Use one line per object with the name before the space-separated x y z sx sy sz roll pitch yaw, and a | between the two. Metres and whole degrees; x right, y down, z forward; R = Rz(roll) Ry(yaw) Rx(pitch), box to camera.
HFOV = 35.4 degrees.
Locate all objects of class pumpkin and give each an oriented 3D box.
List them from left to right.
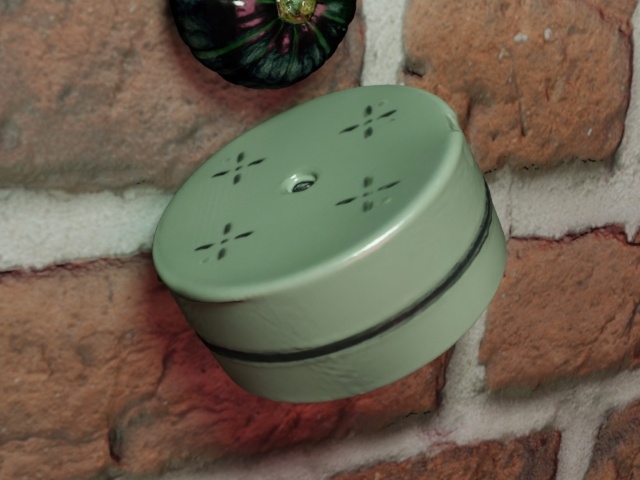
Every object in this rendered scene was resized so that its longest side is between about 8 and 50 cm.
pumpkin | -0.053 -0.250 1.013 0.202 0.140 0.201 -13 117 -28

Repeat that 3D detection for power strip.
power strip | 0.000 0.000 1.033 0.357 0.357 0.161 -39 124 -17
